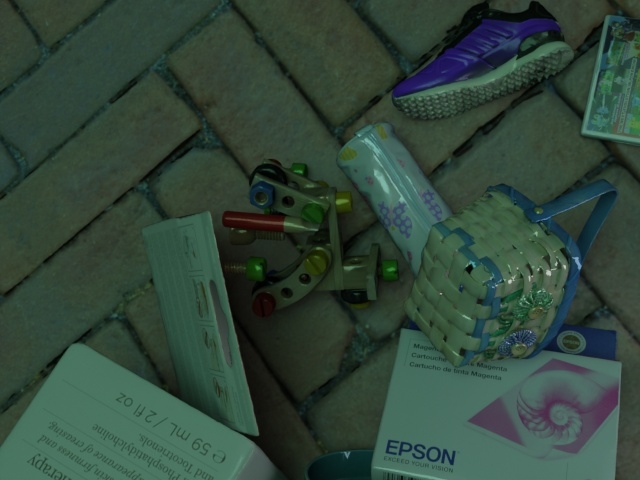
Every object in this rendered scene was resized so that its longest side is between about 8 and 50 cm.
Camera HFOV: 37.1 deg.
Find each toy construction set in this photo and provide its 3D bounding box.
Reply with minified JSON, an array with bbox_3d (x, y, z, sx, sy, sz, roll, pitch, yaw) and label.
[{"bbox_3d":[0.000,0.000,1.463,0.237,0.309,0.258,5,89,10],"label":"toy construction set"}]

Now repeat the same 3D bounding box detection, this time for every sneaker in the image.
[{"bbox_3d":[0.246,-0.302,1.546,0.293,0.102,0.146,-19,73,6],"label":"sneaker"}]

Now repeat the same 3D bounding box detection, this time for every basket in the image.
[{"bbox_3d":[0.277,0.047,1.346,0.289,0.255,0.201,-23,52,-30],"label":"basket"}]

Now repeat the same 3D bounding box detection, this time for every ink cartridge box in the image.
[{"bbox_3d":[0.261,0.224,1.373,0.324,0.071,0.330,7,53,12],"label":"ink cartridge box"},{"bbox_3d":[-0.154,0.109,1.411,0.091,0.385,0.308,-13,92,-24],"label":"ink cartridge box"}]

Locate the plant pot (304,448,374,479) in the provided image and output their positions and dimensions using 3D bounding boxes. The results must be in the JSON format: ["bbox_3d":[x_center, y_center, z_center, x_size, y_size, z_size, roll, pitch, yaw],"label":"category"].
[{"bbox_3d":[0.098,0.470,1.379,0.271,0.271,0.255,8,96,16],"label":"plant pot"}]

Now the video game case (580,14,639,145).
[{"bbox_3d":[0.521,-0.246,1.499,0.183,0.023,0.201,12,85,16],"label":"video game case"}]

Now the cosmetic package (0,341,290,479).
[{"bbox_3d":[-0.287,0.427,1.383,0.329,0.327,0.394,25,71,20],"label":"cosmetic package"}]

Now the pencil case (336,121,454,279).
[{"bbox_3d":[0.136,-0.057,1.515,0.113,0.124,0.273,-36,73,7],"label":"pencil case"}]
